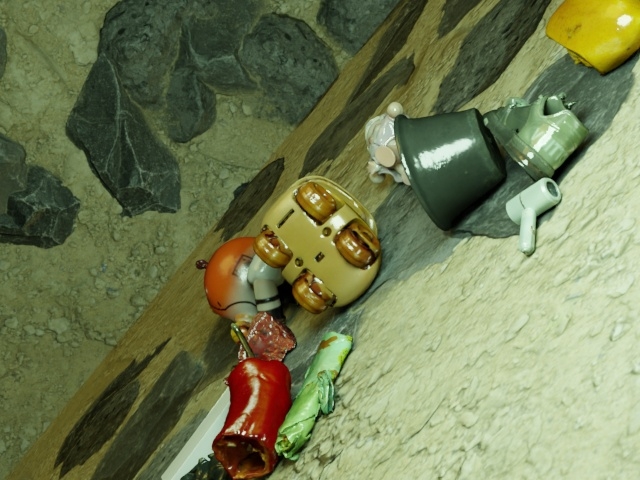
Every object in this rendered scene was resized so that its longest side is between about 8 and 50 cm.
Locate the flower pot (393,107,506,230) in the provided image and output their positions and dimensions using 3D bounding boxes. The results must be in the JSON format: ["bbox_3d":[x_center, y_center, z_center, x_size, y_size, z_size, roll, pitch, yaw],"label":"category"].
[{"bbox_3d":[0.249,-0.152,1.860,0.148,0.235,0.235,-24,24,18],"label":"flower pot"}]

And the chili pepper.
[{"bbox_3d":[-0.113,0.293,1.943,0.131,0.135,0.338,-17,31,17],"label":"chili pepper"}]

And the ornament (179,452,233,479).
[{"bbox_3d":[-0.223,0.500,1.890,0.202,0.080,0.236,-39,19,26],"label":"ornament"}]

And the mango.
[{"bbox_3d":[0.494,-0.377,1.787,0.154,0.126,0.252,-63,16,-1],"label":"mango"}]

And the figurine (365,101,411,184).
[{"bbox_3d":[0.174,-0.213,2.327,0.276,0.133,0.200,-96,18,-65],"label":"figurine"}]

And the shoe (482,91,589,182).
[{"bbox_3d":[0.380,-0.198,1.750,0.149,0.109,0.293,-43,19,14],"label":"shoe"}]

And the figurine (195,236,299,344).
[{"bbox_3d":[-0.164,0.093,2.459,0.323,0.196,0.320,-7,52,55],"label":"figurine"}]

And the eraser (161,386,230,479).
[{"bbox_3d":[-0.204,0.395,2.084,0.298,0.078,0.076,-53,15,-8],"label":"eraser"}]

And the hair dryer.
[{"bbox_3d":[0.333,-0.031,1.598,0.082,0.047,0.137,-36,26,41],"label":"hair dryer"}]

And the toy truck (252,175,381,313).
[{"bbox_3d":[0.000,0.000,2.103,0.204,0.288,0.211,-48,-10,16],"label":"toy truck"}]

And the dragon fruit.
[{"bbox_3d":[-0.126,0.268,2.231,0.192,0.122,0.092,-57,-24,-9],"label":"dragon fruit"}]

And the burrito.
[{"bbox_3d":[-0.001,0.270,1.846,0.104,0.054,0.288,-31,24,48],"label":"burrito"}]
